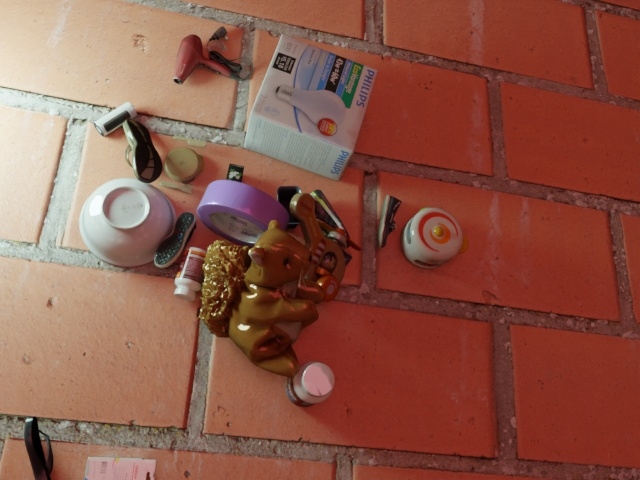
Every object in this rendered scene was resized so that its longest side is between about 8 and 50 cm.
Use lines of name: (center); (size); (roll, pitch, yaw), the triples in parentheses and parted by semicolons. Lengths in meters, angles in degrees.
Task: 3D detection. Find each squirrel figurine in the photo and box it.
squirrel figurine: (-0.186, 0.130, 1.690); (0.396, 0.371, 0.281); (13, 36, 16)

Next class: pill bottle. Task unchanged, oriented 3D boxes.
pill bottle: (-0.029, 0.419, 1.722); (0.121, 0.216, 0.121); (5, 69, -12)
pill bottle: (-0.399, 0.104, 1.816); (0.086, 0.086, 0.152); (15, 67, -8)

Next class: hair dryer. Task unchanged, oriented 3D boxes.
hair dryer: (-0.401, -0.641, 2.088); (0.293, 0.080, 0.224); (-33, 82, -22)

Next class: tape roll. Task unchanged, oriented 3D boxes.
tape roll: (-0.238, -0.074, 1.817); (0.274, 0.275, 0.090); (22, 68, -5)

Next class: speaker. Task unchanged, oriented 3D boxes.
speaker: (-0.679, -0.403, 1.948); (0.136, 0.055, 0.055); (-41, 84, -23)

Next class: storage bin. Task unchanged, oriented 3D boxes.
storage bin: (-0.113, -0.102, 1.958); (0.098, 0.091, 0.135); (-3, 70, -15)

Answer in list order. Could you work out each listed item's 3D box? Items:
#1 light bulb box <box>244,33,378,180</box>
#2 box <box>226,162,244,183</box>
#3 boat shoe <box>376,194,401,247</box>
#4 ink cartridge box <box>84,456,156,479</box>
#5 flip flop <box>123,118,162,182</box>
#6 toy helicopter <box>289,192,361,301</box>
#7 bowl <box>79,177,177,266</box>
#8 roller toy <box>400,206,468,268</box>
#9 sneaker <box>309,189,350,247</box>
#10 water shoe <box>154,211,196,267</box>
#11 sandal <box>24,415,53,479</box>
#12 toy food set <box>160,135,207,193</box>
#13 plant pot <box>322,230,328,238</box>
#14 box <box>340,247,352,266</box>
light bulb box: (-0.032, -0.454, 2.033); (0.360, 0.225, 0.358); (19, 67, -6)
box: (-0.289, -0.204, 1.967); (0.052, 0.062, 0.083); (11, 68, -12)
boat shoe: (0.241, -0.064, 2.041); (0.064, 0.075, 0.206); (16, 63, -5)
ink cartridge box: (-0.543, 0.646, 1.598); (0.181, 0.061, 0.105); (6, 70, -11)
flip flop: (-0.590, -0.281, 1.897); (0.112, 0.080, 0.277); (21, 34, -51)
toy helicopter: (0.000, 0.000, 1.840); (0.235, 0.140, 0.355); (-39, 125, -30)
bowl: (-0.594, -0.077, 1.809); (0.297, 0.134, 0.298); (4, 70, -12)
roller toy: (0.384, -0.007, 2.016); (0.191, 0.146, 0.209); (-35, 83, -22)
sneaker: (0.016, -0.062, 1.998); (0.097, 0.084, 0.235); (-33, 79, 2)
water shoe: (-0.444, 0.009, 1.840); (0.072, 0.080, 0.203); (23, 66, 12)
sandal: (-0.731, 0.588, 1.561); (0.054, 0.097, 0.255); (-15, 85, -17)
toy food set: (-0.456, -0.250, 1.962); (0.132, 0.038, 0.192); (13, 73, -1)
plant pot: (-0.012, 0.012, 1.955); (0.083, 0.083, 0.079); (35, 78, 0)
box: (0.058, 0.070, 1.977); (0.067, 0.018, 0.083); (38, 67, 2)
